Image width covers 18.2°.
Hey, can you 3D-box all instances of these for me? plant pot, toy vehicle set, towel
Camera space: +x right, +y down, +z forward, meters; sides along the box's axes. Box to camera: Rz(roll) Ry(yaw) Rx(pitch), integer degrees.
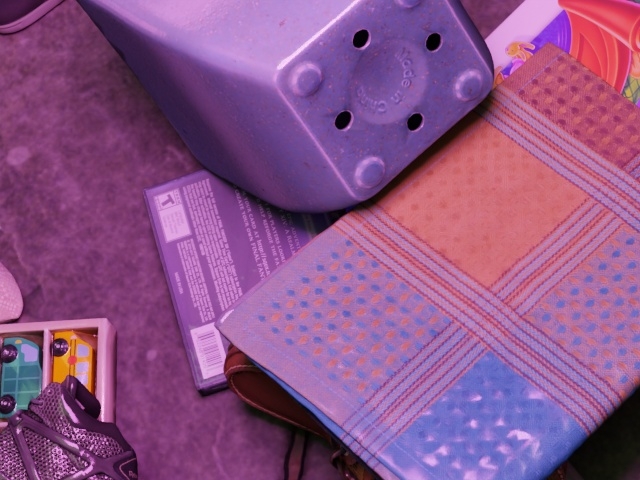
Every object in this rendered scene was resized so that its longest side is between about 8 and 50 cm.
[{"bbox_3d":[-0.004,-0.167,1.584,0.247,0.248,0.252,-42,38,-7],"label":"plant pot"},{"bbox_3d":[-0.257,0.200,1.679,0.166,0.035,0.267,-5,68,9],"label":"toy vehicle set"},{"bbox_3d":[0.142,0.034,1.528,0.370,0.040,0.271,-41,63,-16],"label":"towel"}]

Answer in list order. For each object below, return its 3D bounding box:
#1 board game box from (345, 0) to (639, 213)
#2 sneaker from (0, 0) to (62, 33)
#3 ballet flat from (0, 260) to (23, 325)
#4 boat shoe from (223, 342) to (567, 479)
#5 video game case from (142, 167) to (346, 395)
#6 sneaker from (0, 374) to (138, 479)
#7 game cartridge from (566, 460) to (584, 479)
[{"bbox_3d":[0.221,-0.080,1.654,0.233,0.078,0.347,40,77,20],"label":"board game box"},{"bbox_3d":[-0.238,-0.291,1.823,0.222,0.118,0.083,-45,67,-8],"label":"sneaker"},{"bbox_3d":[-0.325,0.010,1.758,0.057,0.052,0.168,-41,67,-6],"label":"ballet flat"},{"bbox_3d":[0.046,0.142,1.560,0.307,0.111,0.104,10,60,29],"label":"boat shoe"},{"bbox_3d":[0.000,0.000,1.713,0.274,0.026,0.196,-18,66,3],"label":"video game case"},{"bbox_3d":[-0.256,0.176,1.623,0.227,0.087,0.130,3,68,9],"label":"sneaker"},{"bbox_3d":[0.108,0.297,1.561,0.294,0.060,0.196,-38,71,-5],"label":"game cartridge"}]
